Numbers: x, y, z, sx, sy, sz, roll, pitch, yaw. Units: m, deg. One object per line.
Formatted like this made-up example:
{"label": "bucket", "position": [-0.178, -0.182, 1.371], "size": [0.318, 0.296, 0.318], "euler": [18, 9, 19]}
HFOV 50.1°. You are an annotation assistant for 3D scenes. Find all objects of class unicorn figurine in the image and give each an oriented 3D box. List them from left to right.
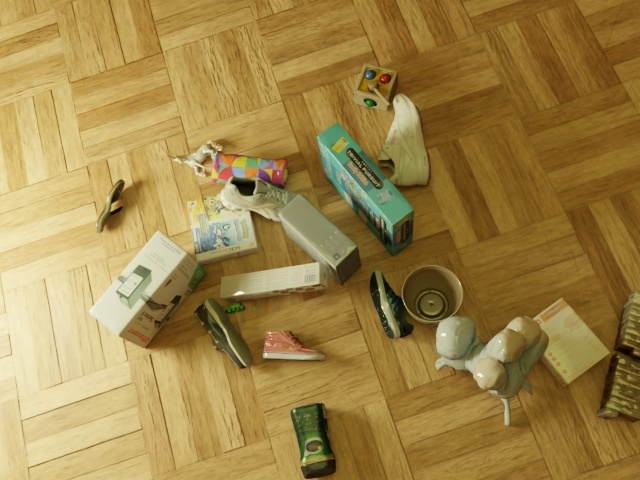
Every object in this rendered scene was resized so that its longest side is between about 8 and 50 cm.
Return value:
{"label": "unicorn figurine", "position": [-0.383, -0.256, 2.148], "size": [0.162, 0.060, 0.111], "euler": [-39, 69, -25]}

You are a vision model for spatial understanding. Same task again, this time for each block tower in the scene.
{"label": "block tower", "position": [0.812, 0.307, 1.776], "size": [0.097, 0.091, 0.336], "euler": [19, 74, 14]}

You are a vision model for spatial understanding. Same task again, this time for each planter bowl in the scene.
{"label": "planter bowl", "position": [0.306, 0.162, 1.877], "size": [0.162, 0.109, 0.162], "euler": [-3, 65, 7]}

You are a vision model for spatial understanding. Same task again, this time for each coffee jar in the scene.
{"label": "coffee jar", "position": [-0.018, 0.527, 1.800], "size": [0.096, 0.079, 0.185], "euler": [-11, 68, -1]}

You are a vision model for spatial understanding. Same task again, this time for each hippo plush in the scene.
{"label": "hippo plush", "position": [0.432, 0.277, 1.779], "size": [0.236, 0.294, 0.234], "euler": [31, 75, 40]}

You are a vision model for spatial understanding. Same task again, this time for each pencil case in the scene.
{"label": "pencil case", "position": [-0.215, -0.212, 2.078], "size": [0.236, 0.104, 0.105], "euler": [7, 71, 4]}

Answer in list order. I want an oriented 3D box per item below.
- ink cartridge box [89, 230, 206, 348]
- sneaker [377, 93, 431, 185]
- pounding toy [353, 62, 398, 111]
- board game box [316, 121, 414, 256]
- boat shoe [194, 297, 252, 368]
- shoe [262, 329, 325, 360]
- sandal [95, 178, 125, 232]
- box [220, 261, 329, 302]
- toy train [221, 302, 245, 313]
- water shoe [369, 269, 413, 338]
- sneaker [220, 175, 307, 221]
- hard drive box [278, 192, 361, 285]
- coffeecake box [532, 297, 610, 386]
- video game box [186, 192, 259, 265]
{"label": "ink cartridge box", "position": [-0.477, 0.145, 1.926], "size": [0.121, 0.211, 0.289], "euler": [35, 79, 16]}
{"label": "sneaker", "position": [0.238, -0.304, 2.054], "size": [0.152, 0.114, 0.305], "euler": [-9, 69, 2]}
{"label": "pounding toy", "position": [0.177, -0.469, 2.130], "size": [0.130, 0.100, 0.141], "euler": [17, 73, 13]}
{"label": "board game box", "position": [0.130, -0.140, 1.934], "size": [0.079, 0.254, 0.336], "euler": [-36, 70, -7]}
{"label": "boat shoe", "position": [-0.274, 0.272, 1.928], "size": [0.068, 0.081, 0.228], "euler": [-39, 73, 12]}
{"label": "shoe", "position": [-0.072, 0.291, 1.900], "size": [0.177, 0.063, 0.081], "euler": [1, 75, 12]}
{"label": "sandal", "position": [-0.638, -0.101, 2.113], "size": [0.049, 0.072, 0.180], "euler": [20, 74, -3]}
{"label": "box", "position": [-0.130, 0.119, 1.914], "size": [0.323, 0.063, 0.067], "euler": [-11, 66, 25]}
{"label": "toy train", "position": [-0.259, 0.199, 1.983], "size": [0.083, 0.017, 0.024], "euler": [-13, 58, 2]}
{"label": "water shoe", "position": [0.198, 0.176, 1.919], "size": [0.080, 0.073, 0.203], "euler": [-9, 72, -20]}
{"label": "sneaker", "position": [-0.158, -0.128, 2.010], "size": [0.262, 0.121, 0.099], "euler": [6, 65, -12]}
{"label": "hard drive box", "position": [0.000, 0.000, 1.937], "size": [0.089, 0.181, 0.232], "euler": [-44, 72, -10]}
{"label": "coffeecake box", "position": [0.644, 0.270, 1.821], "size": [0.142, 0.068, 0.185], "euler": [-34, 70, -6]}
{"label": "video game box", "position": [-0.294, -0.042, 2.060], "size": [0.187, 0.048, 0.205], "euler": [-14, 69, -1]}
